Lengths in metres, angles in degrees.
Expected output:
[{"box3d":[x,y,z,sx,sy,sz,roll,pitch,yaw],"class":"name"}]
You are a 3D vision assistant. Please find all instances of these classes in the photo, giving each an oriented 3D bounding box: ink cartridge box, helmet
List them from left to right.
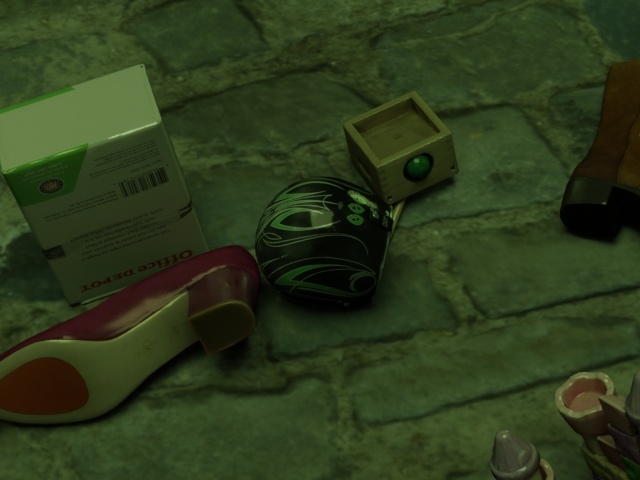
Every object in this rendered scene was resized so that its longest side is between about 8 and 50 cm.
[{"box3d":[-0.271,-0.065,1.807,0.198,0.273,0.115,-19,51,-4],"class":"ink cartridge box"},{"box3d":[0.000,0.000,1.793,0.161,0.169,0.169,12,56,-3],"class":"helmet"}]

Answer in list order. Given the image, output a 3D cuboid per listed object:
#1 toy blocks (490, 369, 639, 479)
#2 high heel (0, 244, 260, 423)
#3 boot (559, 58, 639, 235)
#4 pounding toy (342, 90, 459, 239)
[{"box3d":[0.357,0.206,1.466,0.309,0.260,0.288,-37,34,-17],"class":"toy blocks"},{"box3d":[-0.251,0.116,1.805,0.377,0.127,0.181,-16,25,4],"class":"high heel"},{"box3d":[0.464,-0.116,1.833,0.264,0.096,0.280,2,49,33],"class":"boot"},{"box3d":[0.105,-0.099,1.887,0.130,0.100,0.141,-25,44,-9],"class":"pounding toy"}]
